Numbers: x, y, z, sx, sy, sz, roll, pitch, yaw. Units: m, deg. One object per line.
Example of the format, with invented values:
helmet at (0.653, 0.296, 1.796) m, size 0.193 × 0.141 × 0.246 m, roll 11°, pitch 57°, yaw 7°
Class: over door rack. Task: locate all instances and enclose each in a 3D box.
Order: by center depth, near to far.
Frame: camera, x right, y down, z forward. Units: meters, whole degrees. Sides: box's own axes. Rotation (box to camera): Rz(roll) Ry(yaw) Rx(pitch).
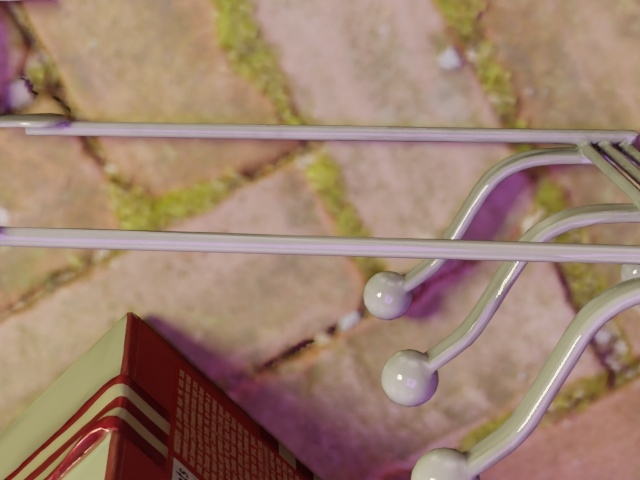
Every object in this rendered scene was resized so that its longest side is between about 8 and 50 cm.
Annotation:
over door rack at (0.000, 0.000, 0.603) m, size 0.324 × 0.239 × 0.108 m, roll 12°, pitch 102°, yaw -6°

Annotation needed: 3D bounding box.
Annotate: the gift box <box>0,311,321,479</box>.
gift box at (-0.079, 0.233, 0.669) m, size 0.258 × 0.255 × 0.276 m, roll -42°, pitch 100°, yaw 9°
